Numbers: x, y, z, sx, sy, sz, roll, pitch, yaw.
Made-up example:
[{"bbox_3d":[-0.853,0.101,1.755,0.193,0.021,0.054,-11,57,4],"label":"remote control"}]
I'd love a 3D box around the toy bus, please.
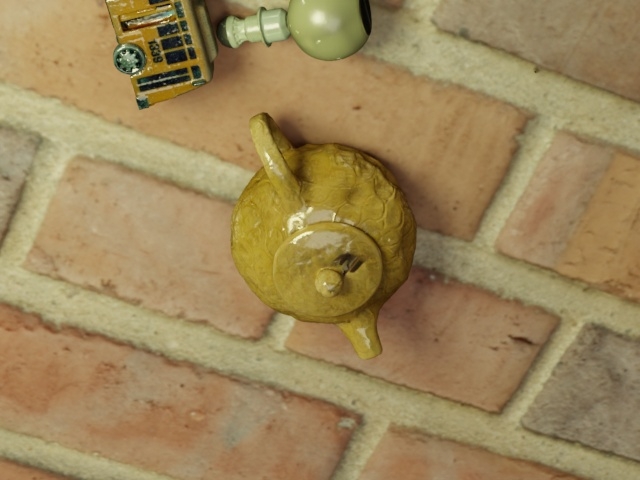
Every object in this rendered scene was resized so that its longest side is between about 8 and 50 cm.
[{"bbox_3d":[-0.168,-0.235,1.534,0.103,0.091,0.182,-13,119,3],"label":"toy bus"}]

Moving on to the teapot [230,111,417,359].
[{"bbox_3d":[0.000,0.000,1.643,0.203,0.167,0.311,-22,120,8],"label":"teapot"}]

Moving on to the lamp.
[{"bbox_3d":[-0.030,-0.226,1.563,0.163,0.091,0.091,-5,122,17],"label":"lamp"}]
